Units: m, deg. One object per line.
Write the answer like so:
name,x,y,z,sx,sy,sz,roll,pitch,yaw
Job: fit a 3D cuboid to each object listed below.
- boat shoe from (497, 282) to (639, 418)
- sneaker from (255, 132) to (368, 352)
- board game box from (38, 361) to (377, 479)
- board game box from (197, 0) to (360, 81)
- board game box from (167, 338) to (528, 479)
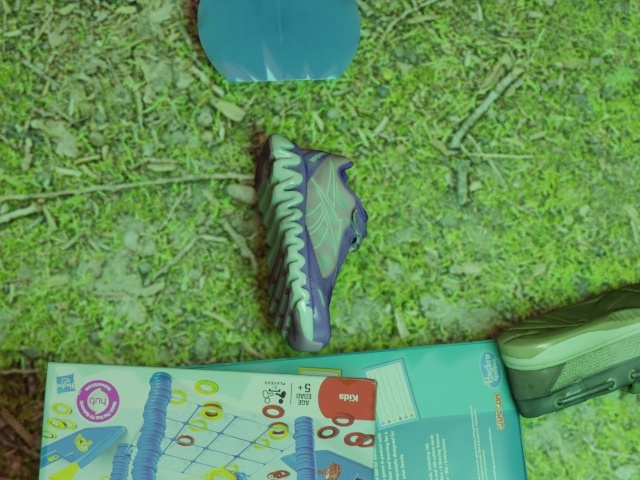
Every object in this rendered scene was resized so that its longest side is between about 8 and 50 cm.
boat shoe,0.298,0.104,1.791,0.285,0.103,0.092,-13,108,-30
sneaker,0.000,0.000,1.798,0.104,0.095,0.236,4,58,-16
board game box,-0.106,0.272,1.665,0.308,0.086,0.302,3,77,-3
board game box,-0.044,-0.221,1.893,0.168,0.033,0.133,-2,72,-9
board game box,0.029,0.236,1.766,0.336,0.079,0.254,-4,78,-4
